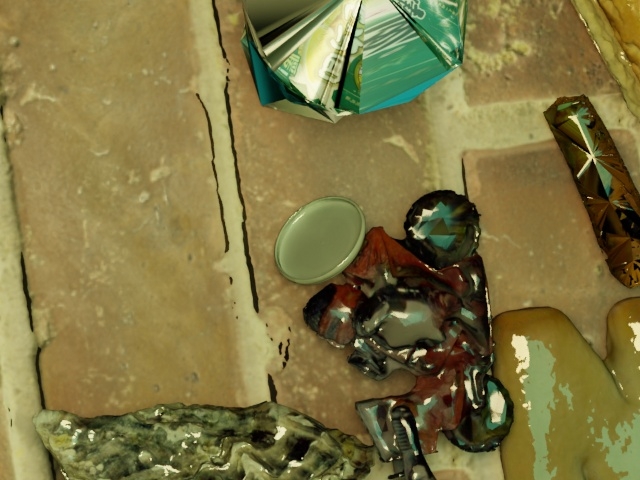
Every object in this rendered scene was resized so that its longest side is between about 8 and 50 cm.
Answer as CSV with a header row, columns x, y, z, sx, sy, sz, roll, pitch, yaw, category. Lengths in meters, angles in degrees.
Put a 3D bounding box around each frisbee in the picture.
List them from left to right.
x,y,z,sx,sy,sz,roll,pitch,yaw,category
0.000,0.000,1.440,0.110,0.110,0.014,-50,135,-9,frisbee

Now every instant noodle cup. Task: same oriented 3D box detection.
x,y,z,sx,sy,sz,roll,pitch,yaw,category
0.020,-0.235,1.409,0.240,0.178,0.240,0,87,-10,instant noodle cup

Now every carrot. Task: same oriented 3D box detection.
x,y,z,sx,sy,sz,roll,pitch,yaw,category
0.318,-0.059,1.509,0.069,0.069,0.228,-24,90,-10,carrot

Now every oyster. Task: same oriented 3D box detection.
x,y,z,sx,sy,sz,roll,pitch,yaw,category
-0.121,0.230,1.361,0.351,0.162,0.158,11,88,2,oyster

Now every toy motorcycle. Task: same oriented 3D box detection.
x,y,z,sx,sy,sz,roll,pitch,yaw,category
0.101,0.153,1.426,0.207,0.134,0.400,-10,87,-9,toy motorcycle

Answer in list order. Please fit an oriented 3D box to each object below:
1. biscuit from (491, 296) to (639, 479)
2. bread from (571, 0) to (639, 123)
x,y,z,sx,sy,sz,roll,pitch,yaw,category
0.312,0.210,1.495,0.237,0.062,0.290,-4,86,-9,biscuit
0.390,-0.318,1.482,0.237,0.165,0.375,-30,91,-8,bread
